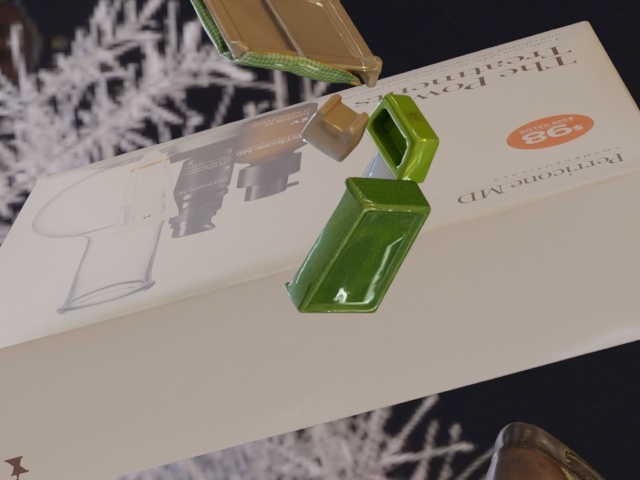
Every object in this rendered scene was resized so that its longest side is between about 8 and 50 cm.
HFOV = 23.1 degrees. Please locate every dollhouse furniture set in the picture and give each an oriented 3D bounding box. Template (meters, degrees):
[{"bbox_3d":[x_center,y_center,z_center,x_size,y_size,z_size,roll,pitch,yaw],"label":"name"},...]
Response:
[{"bbox_3d":[-0.007,-0.044,0.640,0.058,0.076,0.151,-60,-136,35],"label":"dollhouse furniture set"}]

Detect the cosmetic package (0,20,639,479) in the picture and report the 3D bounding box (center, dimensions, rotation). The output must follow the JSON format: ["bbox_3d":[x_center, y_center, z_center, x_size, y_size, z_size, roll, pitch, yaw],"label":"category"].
[{"bbox_3d":[0.000,0.000,0.888,0.377,0.284,0.097,-16,-68,7],"label":"cosmetic package"}]

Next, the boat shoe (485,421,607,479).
[{"bbox_3d":[0.158,0.171,0.895,0.080,0.223,0.073,-9,-123,33],"label":"boat shoe"}]
